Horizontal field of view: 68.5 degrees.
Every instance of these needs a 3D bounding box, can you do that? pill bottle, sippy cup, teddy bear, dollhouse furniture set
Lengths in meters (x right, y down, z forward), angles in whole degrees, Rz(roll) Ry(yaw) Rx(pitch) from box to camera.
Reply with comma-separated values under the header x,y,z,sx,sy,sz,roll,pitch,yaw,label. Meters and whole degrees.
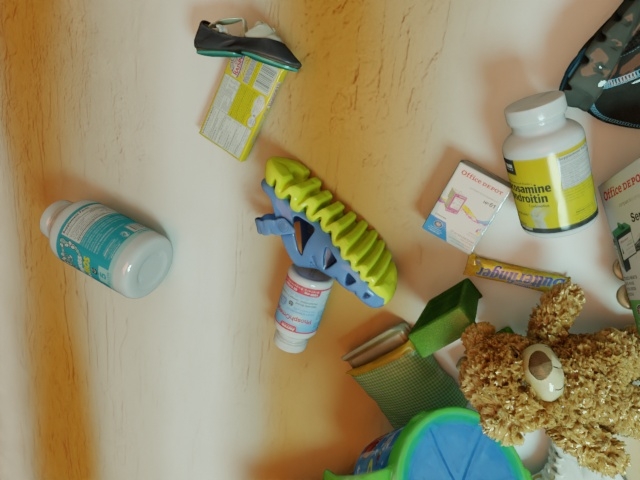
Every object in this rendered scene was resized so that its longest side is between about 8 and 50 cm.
x,y,z,sx,sy,sz,roll,pitch,yaw,label
-0.458,0.006,0.994,0.264,0.146,0.146,25,112,15,pill bottle
0.167,0.399,0.757,0.306,0.240,0.224,40,148,-1,sippy cup
0.312,-0.103,0.647,0.103,0.103,0.184,-13,113,25,pill bottle
0.359,0.186,0.632,0.338,0.113,0.244,25,76,-12,teddy bear
-0.038,0.127,0.884,0.087,0.087,0.160,23,111,16,pill bottle
0.177,0.233,0.787,0.302,0.151,0.197,-38,88,26,dollhouse furniture set

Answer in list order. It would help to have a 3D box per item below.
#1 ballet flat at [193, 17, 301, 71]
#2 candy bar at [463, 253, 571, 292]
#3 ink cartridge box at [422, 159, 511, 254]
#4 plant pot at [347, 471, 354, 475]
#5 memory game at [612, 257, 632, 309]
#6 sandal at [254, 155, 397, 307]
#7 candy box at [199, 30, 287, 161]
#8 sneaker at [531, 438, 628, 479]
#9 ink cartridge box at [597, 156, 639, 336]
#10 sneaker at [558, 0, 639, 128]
x,y,z,sx,sy,sz,roll,pitch,yaw,label
-0.121,-0.331,0.780,0.203,0.074,0.074,17,110,19,ballet flat
0.316,0.057,0.757,0.162,0.018,0.040,14,109,20,candy bar
0.231,-0.054,0.744,0.089,0.052,0.122,31,112,13,ink cartridge box
0.049,0.577,0.904,0.263,0.263,0.229,39,96,9,plant pot
0.501,0.053,0.642,0.187,0.012,0.186,-2,81,11,memory game
0.000,0.000,0.825,0.317,0.126,0.138,46,120,14,sandal
-0.140,-0.258,0.857,0.105,0.027,0.205,37,114,13,candy box
0.390,0.375,0.762,0.169,0.108,0.292,-28,93,23,sneaker
0.438,0.005,0.573,0.093,0.160,0.219,-12,79,9,ink cartridge box
0.443,-0.299,0.562,0.140,0.125,0.340,30,124,9,sneaker
